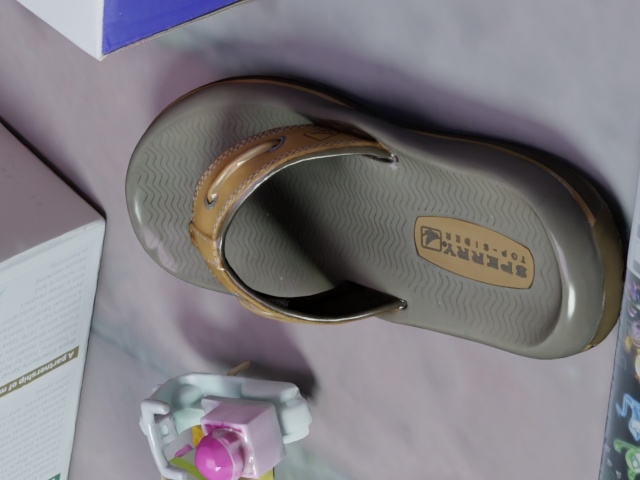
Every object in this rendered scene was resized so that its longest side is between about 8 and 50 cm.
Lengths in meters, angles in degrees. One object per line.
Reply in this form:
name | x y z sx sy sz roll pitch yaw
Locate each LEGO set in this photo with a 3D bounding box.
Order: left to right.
LEGO set | -0.037 0.195 0.681 0.132 0.107 0.287 -3 109 50

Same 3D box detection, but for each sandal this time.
sandal | 0.000 0.000 0.557 0.219 0.060 0.090 18 125 42

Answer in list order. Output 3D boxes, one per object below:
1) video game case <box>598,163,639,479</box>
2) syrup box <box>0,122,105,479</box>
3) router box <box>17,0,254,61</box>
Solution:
video game case | 0.147 0.055 0.424 0.190 0.022 0.173 39 138 45
syrup box | -0.176 0.064 0.771 0.093 0.096 0.236 40 137 25
router box | -0.125 -0.272 0.516 0.301 0.082 0.335 37 136 29
